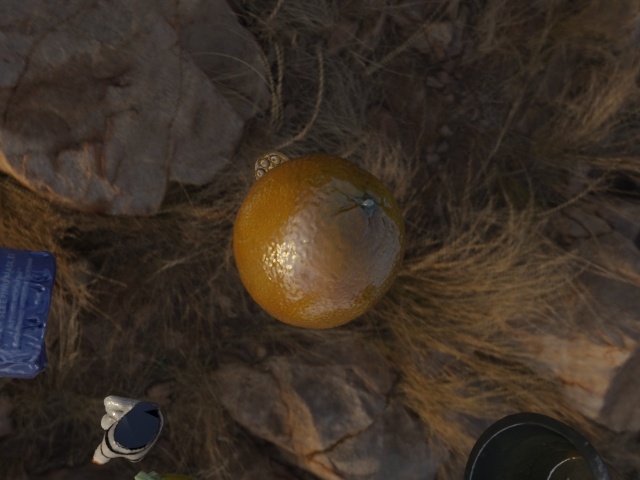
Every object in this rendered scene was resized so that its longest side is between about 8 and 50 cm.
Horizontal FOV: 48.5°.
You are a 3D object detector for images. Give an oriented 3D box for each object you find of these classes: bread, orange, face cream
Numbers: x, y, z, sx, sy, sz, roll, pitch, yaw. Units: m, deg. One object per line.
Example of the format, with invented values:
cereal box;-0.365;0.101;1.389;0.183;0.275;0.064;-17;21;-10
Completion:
bread;-0.108;-0.158;1.672;0.024;0.110;0.110;-36;136;-60
orange;0.000;0.000;1.036;0.264;0.264;0.264;-12;117;-25
face cream;-0.616;0.126;1.317;0.225;0.249;0.249;7;108;-23

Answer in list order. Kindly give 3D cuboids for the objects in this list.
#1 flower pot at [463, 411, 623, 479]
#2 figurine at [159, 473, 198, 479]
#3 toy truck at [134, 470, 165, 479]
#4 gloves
flower pot;0.376;0.411;1.115;0.166;0.269;0.269;14;104;-36
figurine;-0.285;0.581;1.358;0.323;0.231;0.340;8;128;-4
toy truck;-0.249;0.448;1.162;0.077;0.169;0.100;-33;142;-29
gloves;-0.401;0.402;1.493;0.131;0.219;0.140;12;65;-13
